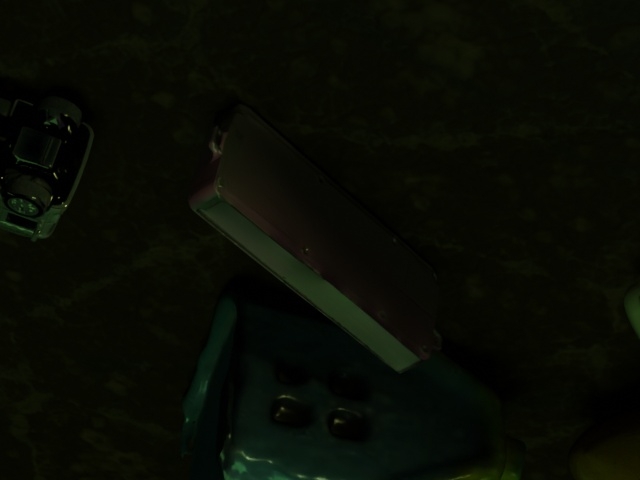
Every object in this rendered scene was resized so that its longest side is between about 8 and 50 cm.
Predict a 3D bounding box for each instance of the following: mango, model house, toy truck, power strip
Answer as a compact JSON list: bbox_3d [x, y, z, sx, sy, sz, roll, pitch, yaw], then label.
[{"bbox_3d":[0.349,0.212,1.630,0.257,0.138,0.187,2,-179,40],"label":"mango"},{"bbox_3d":[0.021,0.209,1.676,0.303,0.215,0.237,15,138,-8],"label":"model house"},{"bbox_3d":[-0.323,-0.085,1.515,0.253,0.114,0.124,20,152,-8],"label":"toy truck"},{"bbox_3d":[0.000,0.000,1.517,0.037,0.109,0.279,-29,124,35],"label":"power strip"}]

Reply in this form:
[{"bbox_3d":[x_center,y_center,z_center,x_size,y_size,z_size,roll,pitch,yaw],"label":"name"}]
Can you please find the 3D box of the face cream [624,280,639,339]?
[{"bbox_3d":[0.431,0.036,1.461,0.348,0.081,0.173,-27,124,37],"label":"face cream"}]
